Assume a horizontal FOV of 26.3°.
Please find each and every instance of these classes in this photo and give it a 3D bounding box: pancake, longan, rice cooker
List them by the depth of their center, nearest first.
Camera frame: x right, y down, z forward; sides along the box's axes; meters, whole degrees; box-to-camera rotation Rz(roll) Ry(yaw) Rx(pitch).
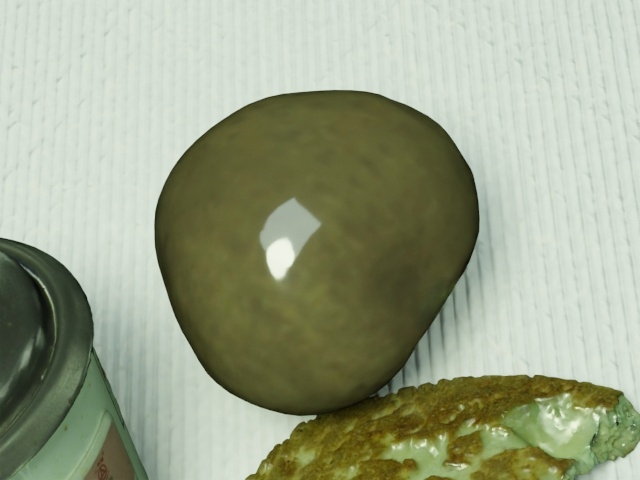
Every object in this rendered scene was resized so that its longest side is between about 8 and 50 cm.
[{"bbox_3d":[-0.256,0.144,0.928,0.264,0.316,0.317,7,66,24],"label":"rice cooker"},{"bbox_3d":[0.068,0.191,0.969,0.376,0.054,0.197,-19,40,-5],"label":"pancake"},{"bbox_3d":[0.000,0.000,1.010,0.246,0.215,0.246,-1,87,16],"label":"longan"}]
